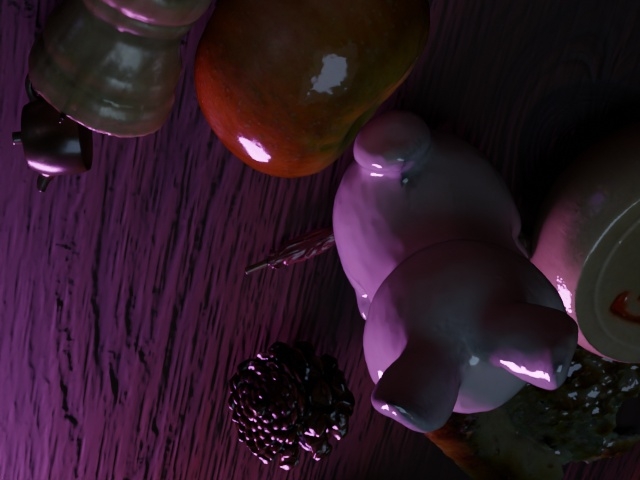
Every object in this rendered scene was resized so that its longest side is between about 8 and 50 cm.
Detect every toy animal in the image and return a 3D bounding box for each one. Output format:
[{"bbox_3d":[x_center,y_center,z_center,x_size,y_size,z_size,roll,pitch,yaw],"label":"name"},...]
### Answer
[{"bbox_3d":[0.116,0.044,1.837,0.196,0.367,0.241,-23,129,5],"label":"toy animal"}]

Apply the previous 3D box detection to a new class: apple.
[{"bbox_3d":[-0.015,-0.169,1.731,0.173,0.210,0.235,39,109,2],"label":"apple"}]

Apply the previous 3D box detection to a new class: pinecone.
[{"bbox_3d":[-0.024,0.172,2.100,0.140,0.140,0.121,-45,155,26],"label":"pinecone"}]

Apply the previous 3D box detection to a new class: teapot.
[{"bbox_3d":[-0.250,-0.104,1.824,0.068,0.076,0.121,-5,107,3],"label":"teapot"}]

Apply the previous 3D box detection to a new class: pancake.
[{"bbox_3d":[0.243,0.151,2.189,0.305,0.067,0.427,-3,132,-13],"label":"pancake"}]

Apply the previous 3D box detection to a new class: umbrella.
[{"bbox_3d":[0.000,0.000,2.011,0.165,0.027,0.025,-22,133,8],"label":"umbrella"}]

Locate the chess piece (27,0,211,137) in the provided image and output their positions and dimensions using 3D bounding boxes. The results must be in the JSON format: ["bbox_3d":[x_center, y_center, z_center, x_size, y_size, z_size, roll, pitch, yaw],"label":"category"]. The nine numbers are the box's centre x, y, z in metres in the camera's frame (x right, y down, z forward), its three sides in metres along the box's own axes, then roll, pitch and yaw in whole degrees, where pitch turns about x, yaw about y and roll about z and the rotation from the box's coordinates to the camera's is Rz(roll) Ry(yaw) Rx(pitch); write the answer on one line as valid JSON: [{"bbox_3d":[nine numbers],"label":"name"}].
[{"bbox_3d":[-0.145,-0.240,1.685,0.137,0.137,0.301,10,127,-22],"label":"chess piece"}]

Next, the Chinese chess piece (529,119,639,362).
[{"bbox_3d":[0.341,-0.001,2.005,0.273,0.102,0.273,-14,129,-18],"label":"Chinese chess piece"}]
